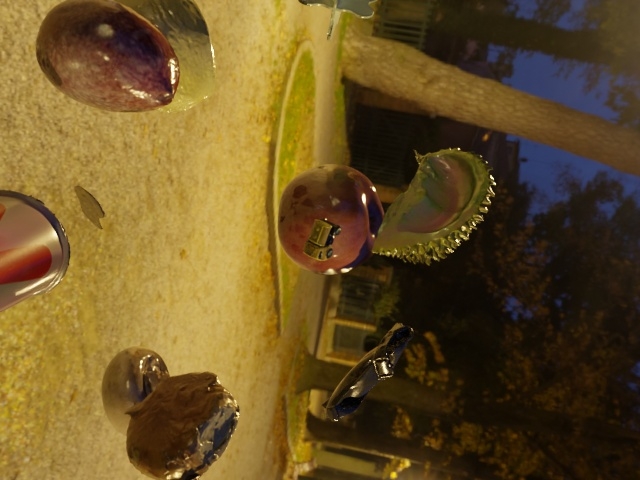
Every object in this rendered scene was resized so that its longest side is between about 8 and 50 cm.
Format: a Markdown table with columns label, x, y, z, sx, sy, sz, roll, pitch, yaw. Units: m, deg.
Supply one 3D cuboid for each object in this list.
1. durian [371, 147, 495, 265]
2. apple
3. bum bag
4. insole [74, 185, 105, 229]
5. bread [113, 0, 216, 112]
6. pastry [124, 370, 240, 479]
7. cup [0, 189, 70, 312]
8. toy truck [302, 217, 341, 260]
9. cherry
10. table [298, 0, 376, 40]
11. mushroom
| label | x | y | z | sx | sy | sz | roll | pitch | yaw |
| --- | --- | --- | --- | --- | --- | --- | --- | --- | --- |
| durian | 0.232 | -0.077 | 1.122 | 0.158 | 0.169 | 0.351 | -50 | -175 | 48 |
| apple | 0.032 | -0.054 | 1.425 | 0.306 | 0.235 | 0.305 | 19 | 69 | -62 |
| bum bag | 0.111 | 0.324 | 1.357 | 0.326 | 0.080 | 0.142 | -52 | 170 | 19 |
| insole | -0.688 | -0.096 | 1.711 | 0.009 | 0.119 | 0.348 | -47 | -175 | -22 |
| bread | -0.405 | -0.469 | 1.406 | 0.320 | 0.238 | 0.320 | 50 | -29 | 42 |
| pastry | -0.260 | 0.352 | 1.073 | 0.229 | 0.219 | 0.100 | -104 | 172 | -57 |
| cup | -0.532 | 0.049 | 0.842 | 0.288 | 0.203 | 0.202 | -75 | 174 | -71 |
| toy truck | 0.000 | 0.000 | 1.156 | 0.054 | 0.049 | 0.083 | 0 | 114 | -56 |
| cherry | -0.391 | -0.341 | 1.080 | 0.202 | 0.301 | 0.230 | -62 | 167 | 3 |
| table | 0.047 | -0.555 | 1.264 | 0.166 | 0.167 | 0.198 | 95 | 8 | -48 |
| mushroom | -0.429 | 0.366 | 1.397 | 0.226 | 0.178 | 0.226 | 161 | -90 | -88 |
